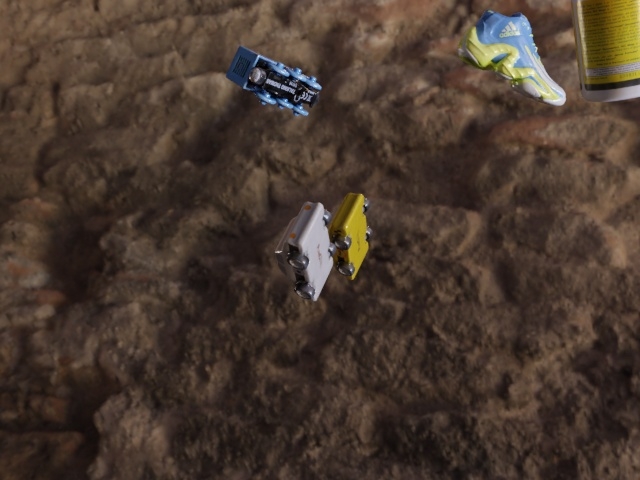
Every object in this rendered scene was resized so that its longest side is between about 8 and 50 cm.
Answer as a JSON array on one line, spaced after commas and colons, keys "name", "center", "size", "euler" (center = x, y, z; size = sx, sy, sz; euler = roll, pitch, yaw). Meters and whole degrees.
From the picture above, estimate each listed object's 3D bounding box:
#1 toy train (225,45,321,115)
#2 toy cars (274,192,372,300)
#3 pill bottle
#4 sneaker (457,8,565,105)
[{"name": "toy train", "center": [-0.078, -0.284, 1.398], "size": [0.105, 0.080, 0.184], "euler": [37, -163, 31]}, {"name": "toy cars", "center": [0.000, 0.000, 1.339], "size": [0.087, 0.177, 0.393], "euler": [18, -167, 17]}, {"name": "pill bottle", "center": [0.680, -0.501, 1.795], "size": [0.187, 0.334, 0.188], "euler": [-11, -164, 3]}, {"name": "sneaker", "center": [0.380, -0.348, 1.458], "size": [0.126, 0.240, 0.091], "euler": [-63, -162, 9]}]
